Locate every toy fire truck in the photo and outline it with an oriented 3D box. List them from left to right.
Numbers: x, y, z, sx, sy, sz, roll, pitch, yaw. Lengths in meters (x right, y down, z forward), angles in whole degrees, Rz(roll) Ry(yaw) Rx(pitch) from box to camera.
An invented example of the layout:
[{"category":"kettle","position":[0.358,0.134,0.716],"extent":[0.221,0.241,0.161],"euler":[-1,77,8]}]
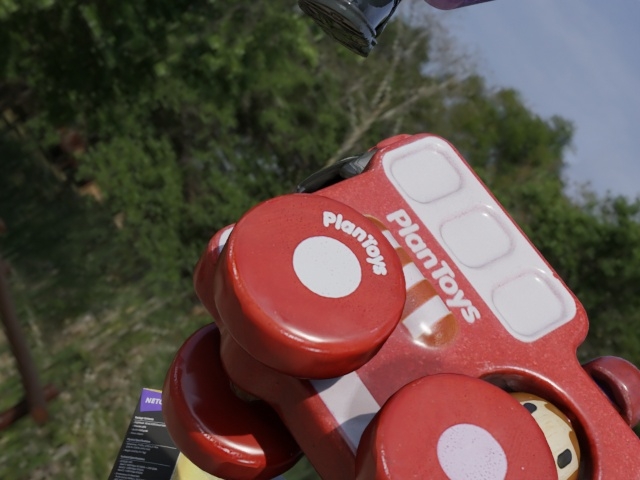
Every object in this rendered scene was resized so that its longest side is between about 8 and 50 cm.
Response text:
[{"category":"toy fire truck","position":[0.071,0.082,0.702],"extent":[0.302,0.253,0.169],"euler":[52,-36,19]}]

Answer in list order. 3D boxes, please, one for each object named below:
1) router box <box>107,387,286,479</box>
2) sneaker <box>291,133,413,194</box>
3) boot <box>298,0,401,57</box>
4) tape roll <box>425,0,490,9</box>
[{"category":"router box","position":[-0.135,0.340,1.324],"extent":[0.081,0.243,0.309],"euler":[2,-31,27]},{"category":"sneaker","position":[0.000,-0.001,1.207],"extent":[0.276,0.135,0.098],"euler":[-45,-108,37]},{"category":"boot","position":[0.071,-0.326,1.379],"extent":[0.094,0.207,0.246],"euler":[31,5,6]},{"category":"tape roll","position":[0.168,-0.422,1.447],"extent":[0.275,0.090,0.275],"euler":[165,-90,-73]}]
